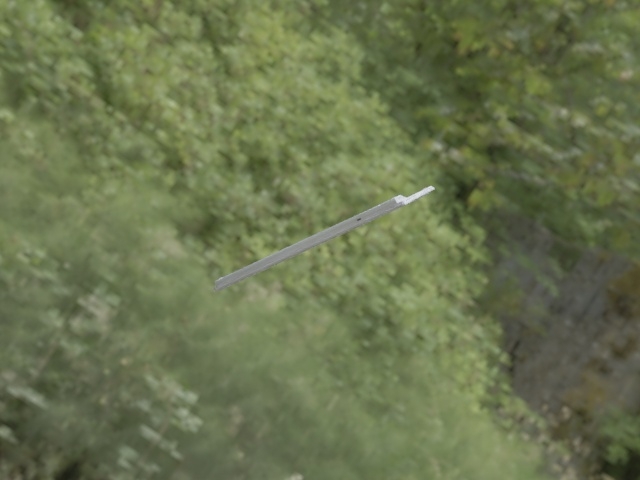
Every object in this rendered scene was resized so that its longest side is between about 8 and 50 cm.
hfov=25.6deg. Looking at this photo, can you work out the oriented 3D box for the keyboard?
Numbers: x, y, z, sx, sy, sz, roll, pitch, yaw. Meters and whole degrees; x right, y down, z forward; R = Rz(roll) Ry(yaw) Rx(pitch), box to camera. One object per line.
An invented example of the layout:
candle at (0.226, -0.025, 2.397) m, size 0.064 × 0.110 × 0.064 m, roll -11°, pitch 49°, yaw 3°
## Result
keyboard at (0.000, 0.000, 1.444) m, size 0.072 × 0.256 × 0.014 m, roll -17°, pitch 83°, yaw -56°
